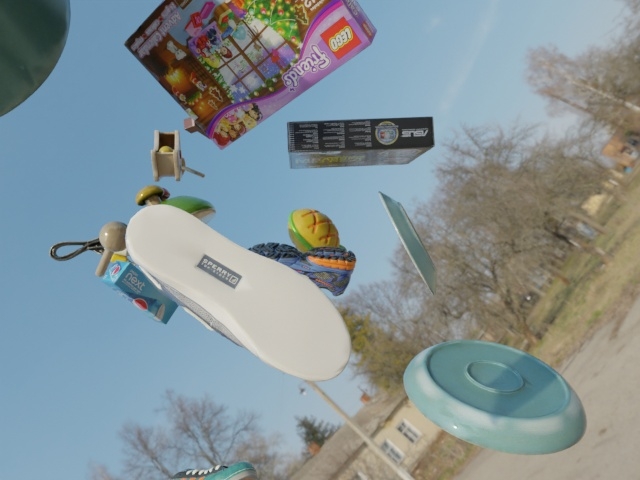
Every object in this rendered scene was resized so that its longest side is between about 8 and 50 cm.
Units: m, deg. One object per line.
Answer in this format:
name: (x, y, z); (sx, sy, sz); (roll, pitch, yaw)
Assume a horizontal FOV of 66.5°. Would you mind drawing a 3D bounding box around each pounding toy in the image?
pounding toy: (-0.327, -0.047, 0.931); (0.237, 0.110, 0.183); (-29, -3, -38)
pounding toy: (-0.454, -0.275, 1.571); (0.155, 0.269, 0.154); (-3, -76, -13)

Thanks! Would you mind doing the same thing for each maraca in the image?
maraca: (0.000, 0.000, 1.115); (0.099, 0.186, 0.127); (-41, 11, 30)

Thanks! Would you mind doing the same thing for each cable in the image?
cable: (-0.774, 0.014, 1.680); (0.072, 0.287, 0.139); (-178, 91, -73)

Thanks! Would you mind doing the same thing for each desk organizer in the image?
desk organizer: (-0.474, -0.436, 1.908); (0.050, 0.047, 0.130); (-15, -16, 20)

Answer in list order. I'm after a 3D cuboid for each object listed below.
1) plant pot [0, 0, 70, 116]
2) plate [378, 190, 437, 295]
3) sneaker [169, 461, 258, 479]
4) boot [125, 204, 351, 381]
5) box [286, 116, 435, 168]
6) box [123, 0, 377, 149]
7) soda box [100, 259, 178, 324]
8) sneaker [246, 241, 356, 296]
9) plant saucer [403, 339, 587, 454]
plant pot: (-0.449, -0.290, 0.482); (0.293, 0.293, 0.235); (-48, -6, -9)
plate: (0.146, 0.000, 0.773); (0.024, 0.188, 0.188); (-28, -19, 12)
sneaker: (-0.269, 0.548, 1.081); (0.302, 0.121, 0.108); (-36, -45, 14)
boot: (-0.064, 0.046, 0.389); (0.069, 0.190, 0.086); (-52, -1, -22)
box: (0.068, -0.192, 0.985); (0.216, 0.270, 0.060); (-167, 74, -86)
box: (-0.100, -0.274, 0.659); (0.293, 0.201, 0.057); (-26, 29, 34)
soda box: (-0.488, 0.144, 1.336); (0.210, 0.067, 0.071); (55, -128, -41)
sneaker: (-0.050, 0.058, 0.857); (0.083, 0.221, 0.087); (-70, -16, -73)
plant saucer: (0.313, 0.261, 0.890); (0.317, 0.318, 0.043); (-20, -61, -53)
